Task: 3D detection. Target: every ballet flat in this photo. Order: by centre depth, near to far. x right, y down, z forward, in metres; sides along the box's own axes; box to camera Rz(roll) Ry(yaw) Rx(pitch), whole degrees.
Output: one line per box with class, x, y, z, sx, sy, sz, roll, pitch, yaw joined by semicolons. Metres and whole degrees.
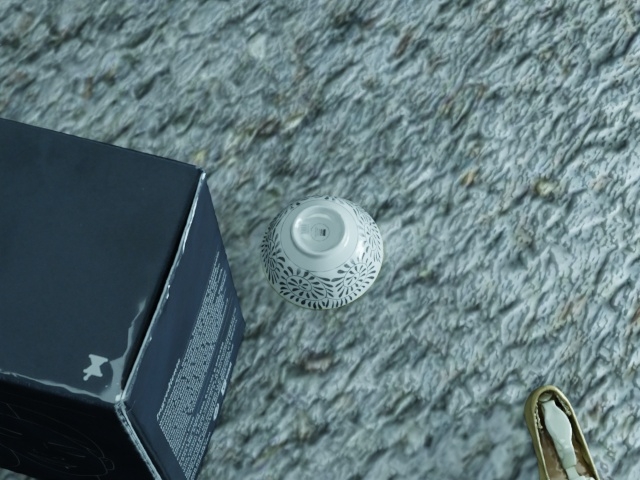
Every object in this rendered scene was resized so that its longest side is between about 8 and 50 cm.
ballet flat;0.308;0.289;1.762;0.080;0.073;0.232;-18;67;-4

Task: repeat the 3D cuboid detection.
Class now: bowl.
bowl;0.000;0.000;1.899;0.170;0.080;0.170;-1;66;2

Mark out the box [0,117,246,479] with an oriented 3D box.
box;-0.372;0.084;1.673;0.480;0.471;0.297;14;69;8
